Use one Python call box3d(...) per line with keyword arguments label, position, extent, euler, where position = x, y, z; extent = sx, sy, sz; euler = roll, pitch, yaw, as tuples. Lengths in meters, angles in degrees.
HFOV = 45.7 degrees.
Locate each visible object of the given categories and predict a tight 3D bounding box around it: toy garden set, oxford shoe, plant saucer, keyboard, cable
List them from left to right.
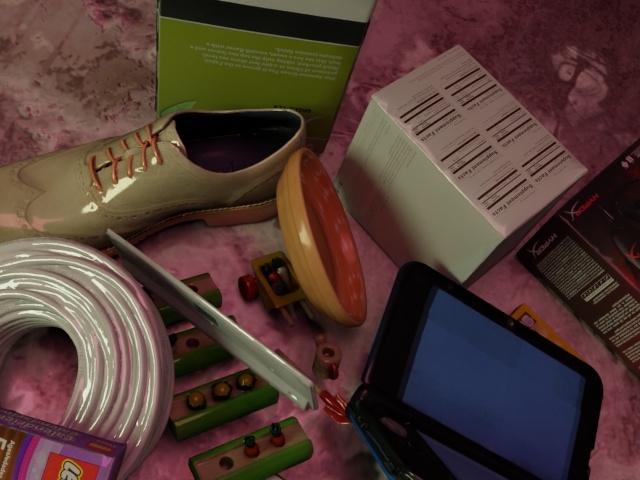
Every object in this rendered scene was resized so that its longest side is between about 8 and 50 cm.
box3d(label="cable", position=(-0.260, 0.125, 0.681), extent=(0.257, 0.089, 0.257), euler=(-34, 75, -6))
box3d(label="oxford shoe", position=(-0.202, -0.078, 0.815), extent=(0.397, 0.146, 0.140), euler=(-16, 67, -22))
box3d(label="keyboard", position=(-0.104, 0.072, 0.712), extent=(0.256, 0.072, 0.014), euler=(33, 61, 21))
box3d(label="toy garden set", position=(-0.070, 0.110, 0.763), extent=(0.204, 0.049, 0.244), euler=(-16, 50, -28))
box3d(label="plant saucer", position=(0.000, 0.000, 0.815), extent=(0.037, 0.200, 0.199), euler=(-18, 63, 12))

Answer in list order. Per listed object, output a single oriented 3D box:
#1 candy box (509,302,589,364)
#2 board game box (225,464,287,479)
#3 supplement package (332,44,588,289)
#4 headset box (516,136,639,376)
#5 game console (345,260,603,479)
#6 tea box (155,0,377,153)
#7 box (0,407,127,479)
box3d(label="candy box", position=(0.207, 0.170, 0.854), extent=(0.105, 0.027, 0.206), euler=(45, 61, 8))
box3d(label="board game box", position=(-0.010, 0.375, 0.663), extent=(0.317, 0.064, 0.242), euler=(33, 59, 5))
box3d(label="supplement package", position=(0.148, -0.068, 0.872), extent=(0.149, 0.194, 0.203), euler=(-34, 75, -27))
box3d(label="headset box", position=(0.429, 0.041, 0.932), extent=(0.218, 0.110, 0.293), euler=(-35, 75, -28))
box3d(label="game console", position=(0.192, 0.174, 0.726), extent=(0.293, 0.250, 0.173), euler=(30, 91, -15))
box3d(label="tea box", position=(-0.067, -0.332, 0.886), extent=(0.220, 0.323, 0.328), euler=(6, 61, -10))
box3d(label="box", position=(-0.292, 0.272, 0.578), extent=(0.201, 0.057, 0.293), euler=(17, 86, -2))
